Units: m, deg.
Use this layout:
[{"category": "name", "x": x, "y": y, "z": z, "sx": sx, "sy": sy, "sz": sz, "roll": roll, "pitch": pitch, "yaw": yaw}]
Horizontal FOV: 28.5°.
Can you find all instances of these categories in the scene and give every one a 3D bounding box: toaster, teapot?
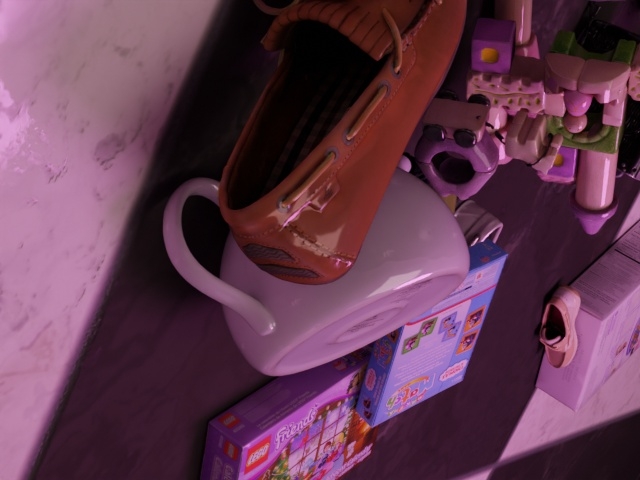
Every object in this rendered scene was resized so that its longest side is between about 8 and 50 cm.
[{"category": "toaster", "x": 0.389, "y": -0.187, "z": 1.639, "sx": 0.185, "sy": 0.168, "sz": 0.110, "roll": -60, "pitch": 156, "yaw": 6}, {"category": "teapot", "x": 0.000, "y": 0.000, "z": 1.177, "sx": 0.252, "sy": 0.187, "sz": 0.256, "roll": -27, "pitch": 167, "yaw": -3}]

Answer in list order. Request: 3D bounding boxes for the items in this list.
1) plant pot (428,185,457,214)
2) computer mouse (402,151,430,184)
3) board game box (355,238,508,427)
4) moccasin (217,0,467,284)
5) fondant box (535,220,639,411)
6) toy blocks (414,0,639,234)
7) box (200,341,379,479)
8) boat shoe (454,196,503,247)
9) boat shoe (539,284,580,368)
[{"category": "plant pot", "x": 0.125, "y": -0.024, "z": 1.473, "sx": 0.083, "sy": 0.083, "sz": 0.079, "roll": 13, "pitch": 96, "yaw": -62}, {"category": "computer mouse", "x": 0.057, "y": -0.014, "z": 1.371, "sx": 0.193, "sy": 0.042, "sz": 0.106, "roll": -57, "pitch": -162, "yaw": 8}, {"category": "board game box", "x": 0.129, "y": 0.110, "z": 1.489, "sx": 0.160, "sy": 0.039, "sz": 0.211, "roll": -21, "pitch": 139, "yaw": -36}, {"category": "moccasin", "x": 0.015, "y": -0.154, "z": 1.040, "sx": 0.147, "sy": 0.139, "sz": 0.380, "roll": 48, "pitch": 62, "yaw": -46}, {"category": "fondant box", "x": 0.533, "y": 0.123, "z": 2.278, "sx": 0.330, "sy": 0.096, "sz": 0.238, "roll": -35, "pitch": 145, "yaw": -36}, {"category": "toy blocks", "x": 0.275, "y": -0.094, "z": 1.341, "sx": 0.260, "sy": 0.288, "sz": 0.309, "roll": 86, "pitch": 23, "yaw": -44}, {"category": "box", "x": -0.027, "y": 0.239, "z": 1.503, "sx": 0.293, "sy": 0.057, "sz": 0.201, "roll": -29, "pitch": 140, "yaw": -44}, {"category": "boat shoe", "x": 0.151, "y": 0.075, "z": 1.595, "sx": 0.096, "sy": 0.088, "sz": 0.267, "roll": 0, "pitch": 118, "yaw": -59}, {"category": "boat shoe", "x": 0.395, "y": 0.153, "z": 2.122, "sx": 0.059, "sy": 0.063, "sz": 0.170, "roll": -34, "pitch": 135, "yaw": -35}]
